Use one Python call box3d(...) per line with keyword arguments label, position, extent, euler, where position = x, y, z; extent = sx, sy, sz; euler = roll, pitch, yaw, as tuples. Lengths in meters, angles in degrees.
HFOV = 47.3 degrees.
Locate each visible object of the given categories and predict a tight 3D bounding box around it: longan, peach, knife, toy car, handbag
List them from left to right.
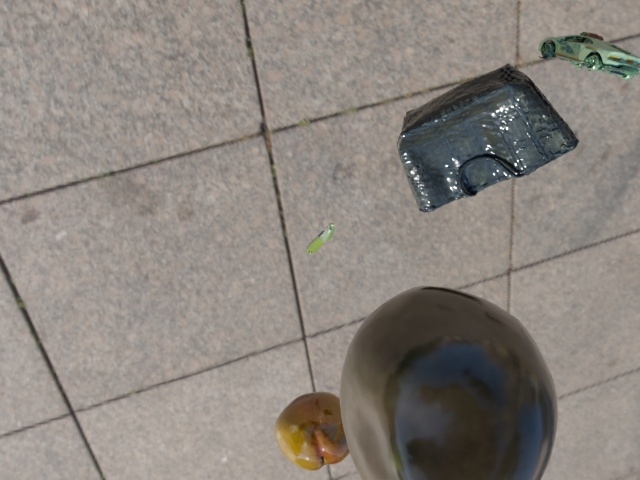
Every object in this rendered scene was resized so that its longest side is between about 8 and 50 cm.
box3d(label="peach", position=(-0.008, 0.328, 1.251), extent=(0.138, 0.138, 0.138), euler=(-11, 126, -16))
box3d(label="knife", position=(0.000, 0.000, 1.261), extent=(0.022, 0.184, 0.026), euler=(20, 74, -7))
box3d(label="longan", position=(0.127, 0.173, 0.731), extent=(0.246, 0.246, 0.215), euler=(17, 143, -31))
box3d(label="handbag", position=(0.242, -0.153, 1.130), extent=(0.270, 0.089, 0.175), euler=(-23, 116, 24))
box3d(label="toy car", position=(0.418, -0.296, 1.145), extent=(0.093, 0.186, 0.058), euler=(4, 111, -26))
